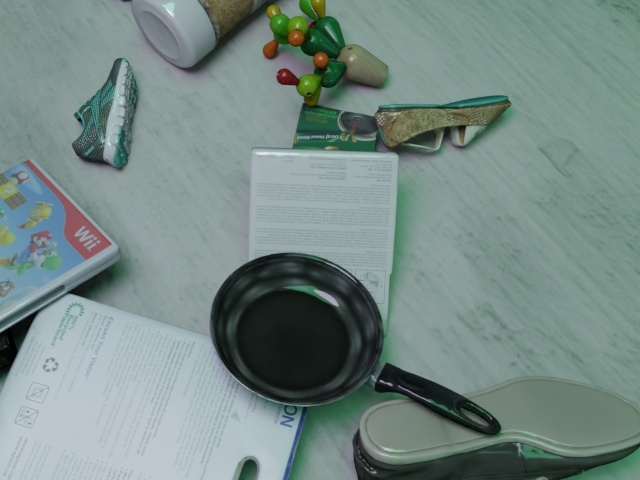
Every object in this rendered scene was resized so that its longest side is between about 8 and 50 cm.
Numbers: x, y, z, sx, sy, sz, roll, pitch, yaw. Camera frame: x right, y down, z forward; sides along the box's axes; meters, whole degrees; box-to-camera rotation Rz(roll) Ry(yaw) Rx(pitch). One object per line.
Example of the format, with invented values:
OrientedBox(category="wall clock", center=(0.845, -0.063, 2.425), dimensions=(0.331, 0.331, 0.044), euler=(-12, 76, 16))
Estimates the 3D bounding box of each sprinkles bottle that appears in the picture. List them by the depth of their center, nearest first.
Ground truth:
OrientedBox(category="sprinkles bottle", center=(-0.107, -0.402, 1.091), dimensions=(0.121, 0.121, 0.355), euler=(38, 68, 13))

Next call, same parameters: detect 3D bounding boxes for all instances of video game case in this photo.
OrientedBox(category="video game case", center=(-0.405, 0.029, 0.860), dimensions=(0.285, 0.025, 0.204), euler=(-35, 59, -27))

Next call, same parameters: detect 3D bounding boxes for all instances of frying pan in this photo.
OrientedBox(category="frying pan", center=(0.036, 0.112, 0.852), dimensions=(0.326, 0.053, 0.197), euler=(11, 52, -5))

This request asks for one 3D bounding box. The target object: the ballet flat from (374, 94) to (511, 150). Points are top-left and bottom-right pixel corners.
OrientedBox(category="ballet flat", center=(0.170, -0.160, 1.033), dimensions=(0.206, 0.073, 0.067), euler=(-8, 102, -17))

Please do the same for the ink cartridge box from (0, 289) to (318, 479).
OrientedBox(category="ink cartridge box", center=(-0.203, 0.250, 0.814), dimensions=(0.330, 0.071, 0.324), euler=(17, 65, 1))

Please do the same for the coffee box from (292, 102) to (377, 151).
OrientedBox(category="coffee box", center=(0.013, -0.091, 1.000), dimensions=(0.113, 0.040, 0.184), euler=(11, 65, 1))

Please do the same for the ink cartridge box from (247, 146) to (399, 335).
OrientedBox(category="ink cartridge box", center=(0.000, 0.000, 0.928), dimensions=(0.181, 0.056, 0.225), euler=(2, 101, -1))

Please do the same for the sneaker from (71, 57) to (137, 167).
OrientedBox(category="sneaker", center=(-0.293, -0.178, 1.010), dimensions=(0.076, 0.065, 0.166), euler=(2, 64, 1))

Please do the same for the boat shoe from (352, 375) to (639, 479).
OrientedBox(category="boat shoe", center=(0.199, 0.228, 0.851), dimensions=(0.335, 0.095, 0.112), euler=(-2, 39, -9))

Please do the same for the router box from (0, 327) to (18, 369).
OrientedBox(category="router box", center=(-0.440, 0.090, 0.866), dimensions=(0.133, 0.046, 0.179), euler=(-25, 58, -14))

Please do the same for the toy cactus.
OrientedBox(category="toy cactus", center=(0.006, -0.256, 1.048), dimensions=(0.180, 0.112, 0.219), euler=(20, 35, -20))
